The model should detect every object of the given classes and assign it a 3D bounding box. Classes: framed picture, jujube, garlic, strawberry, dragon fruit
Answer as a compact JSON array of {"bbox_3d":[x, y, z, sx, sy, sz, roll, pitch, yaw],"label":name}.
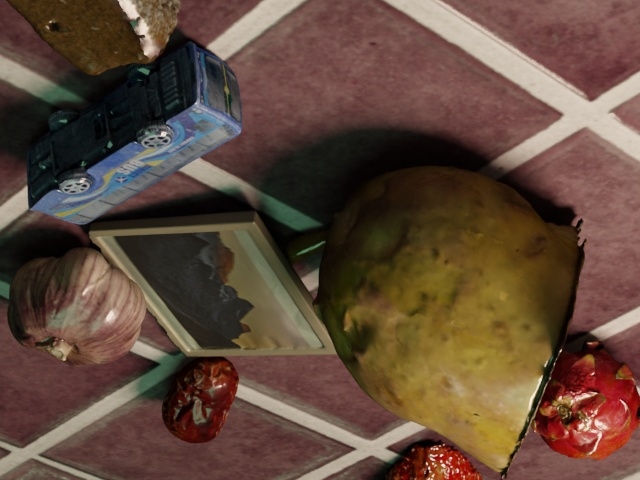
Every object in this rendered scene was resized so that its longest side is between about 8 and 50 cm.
[{"bbox_3d":[-0.107,0.052,1.790,0.192,0.018,0.265,-3,147,22],"label":"framed picture"},{"bbox_3d":[-0.137,0.180,1.951,0.077,0.077,0.129,11,139,-15],"label":"jujube"},{"bbox_3d":[-0.255,0.077,1.766,0.147,0.102,0.159,24,148,-27],"label":"garlic"},{"bbox_3d":[0.143,0.336,2.166,0.140,0.085,0.192,19,140,-22],"label":"strawberry"},{"bbox_3d":[0.299,0.183,1.901,0.133,0.136,0.166,-2,157,7],"label":"dragon fruit"}]

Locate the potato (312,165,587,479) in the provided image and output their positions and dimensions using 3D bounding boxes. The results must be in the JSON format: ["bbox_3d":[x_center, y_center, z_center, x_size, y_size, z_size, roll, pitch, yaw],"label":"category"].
[{"bbox_3d":[0.109,0.064,1.657,0.237,0.301,0.289,18,107,3],"label":"potato"}]

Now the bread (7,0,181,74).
[{"bbox_3d":[-0.230,-0.294,1.184,0.113,0.165,0.416,-11,145,25],"label":"bread"}]

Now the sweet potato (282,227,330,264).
[{"bbox_3d":[0.000,0.000,1.729,0.115,0.026,0.026,-22,140,24],"label":"sweet potato"}]

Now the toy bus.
[{"bbox_3d":[-0.172,-0.095,1.554,0.236,0.079,0.094,-27,153,34],"label":"toy bus"}]
